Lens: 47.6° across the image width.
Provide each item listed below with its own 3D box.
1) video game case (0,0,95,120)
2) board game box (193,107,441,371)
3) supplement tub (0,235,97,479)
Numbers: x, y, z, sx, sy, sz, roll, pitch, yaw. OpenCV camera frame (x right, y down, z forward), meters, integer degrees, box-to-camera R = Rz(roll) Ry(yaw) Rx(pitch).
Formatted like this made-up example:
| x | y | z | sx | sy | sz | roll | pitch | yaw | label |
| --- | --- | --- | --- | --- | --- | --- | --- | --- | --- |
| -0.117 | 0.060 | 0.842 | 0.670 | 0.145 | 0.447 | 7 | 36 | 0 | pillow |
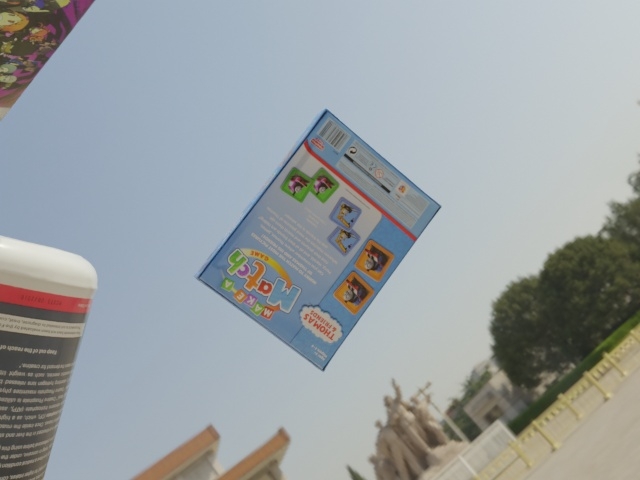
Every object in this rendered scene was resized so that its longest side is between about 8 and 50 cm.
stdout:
| x | y | z | sx | sy | sz | roll | pitch | yaw | label |
| --- | --- | --- | --- | --- | --- | --- | --- | --- | --- |
| -0.327 | -0.173 | 0.583 | 0.210 | 0.041 | 0.232 | 1 | -19 | -43 | video game case |
| 0.000 | 0.000 | 0.733 | 0.211 | 0.160 | 0.039 | -54 | 14 | -10 | board game box |
| -0.300 | 0.123 | 0.565 | 0.191 | 0.191 | 0.272 | 29 | -106 | -69 | supplement tub |
